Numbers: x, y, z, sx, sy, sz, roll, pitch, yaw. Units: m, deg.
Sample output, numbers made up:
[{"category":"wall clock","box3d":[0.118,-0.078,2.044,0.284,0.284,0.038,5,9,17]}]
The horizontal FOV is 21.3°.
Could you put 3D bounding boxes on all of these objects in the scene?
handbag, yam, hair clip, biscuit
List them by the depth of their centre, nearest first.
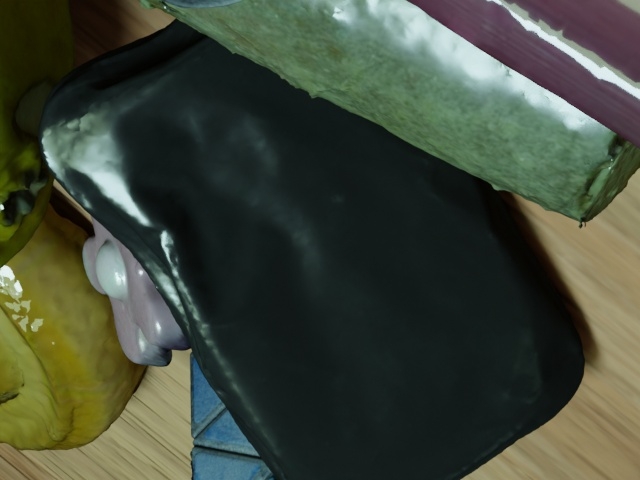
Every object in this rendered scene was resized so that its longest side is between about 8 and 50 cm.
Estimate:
[{"category":"yam","box3d":[0.037,-0.133,0.741,0.304,0.168,0.168,28,143,15]},{"category":"handbag","box3d":[-0.002,-0.002,0.925,0.332,0.192,0.075,56,-177,-21]},{"category":"hair clip","box3d":[-0.096,-0.012,1.060,0.146,0.075,0.257,63,144,15]},{"category":"biscuit","box3d":[-0.268,0.045,1.266,0.296,0.102,0.296,24,144,19]}]

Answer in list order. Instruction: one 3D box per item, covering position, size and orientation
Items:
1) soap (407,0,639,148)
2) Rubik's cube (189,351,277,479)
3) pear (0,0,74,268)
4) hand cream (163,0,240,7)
[{"category":"soap","box3d":[0.141,-0.146,0.571,0.359,0.233,0.128,34,141,9]},{"category":"Rubik's cube","box3d":[0.002,0.057,1.071,0.178,0.211,0.190,-42,73,33]},{"category":"pear","box3d":[-0.278,-0.109,0.984,0.321,0.269,0.269,45,147,16]},{"category":"hand cream","box3d":[-0.054,-0.225,0.664,0.095,0.276,0.059,-11,165,21]}]
